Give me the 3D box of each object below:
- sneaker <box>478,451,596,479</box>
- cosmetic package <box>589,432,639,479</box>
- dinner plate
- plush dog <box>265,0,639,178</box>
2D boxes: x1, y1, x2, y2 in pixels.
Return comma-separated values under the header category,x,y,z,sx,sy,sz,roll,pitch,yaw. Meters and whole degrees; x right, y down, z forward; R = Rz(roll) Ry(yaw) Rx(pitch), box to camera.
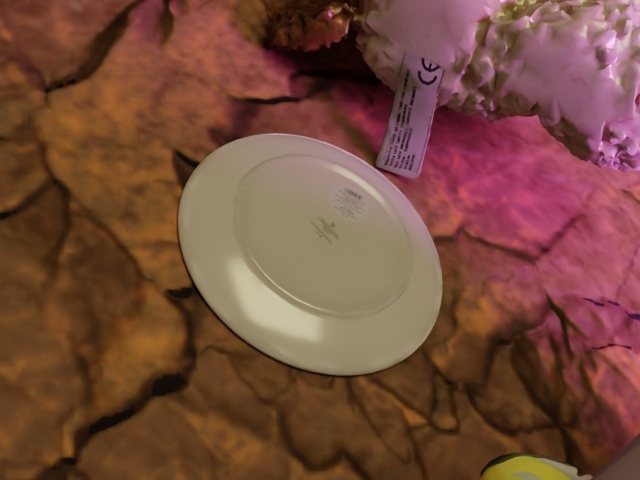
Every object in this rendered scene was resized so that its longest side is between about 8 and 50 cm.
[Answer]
category,x,y,z,sx,sy,sz,roll,pitch,yaw
sneaker,0.100,0.180,0.400,0.094,0.081,0.208,-9,60,-26
cosmetic package,0.221,0.178,0.221,0.394,0.327,0.329,-33,86,-27
dinner plate,0.000,0.000,0.520,0.141,0.017,0.141,15,50,-19
plush dog,0.105,-0.165,0.617,0.225,0.211,0.262,-35,106,-55
